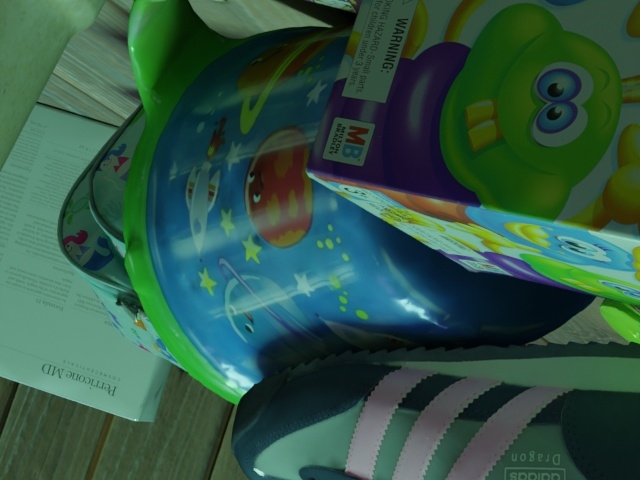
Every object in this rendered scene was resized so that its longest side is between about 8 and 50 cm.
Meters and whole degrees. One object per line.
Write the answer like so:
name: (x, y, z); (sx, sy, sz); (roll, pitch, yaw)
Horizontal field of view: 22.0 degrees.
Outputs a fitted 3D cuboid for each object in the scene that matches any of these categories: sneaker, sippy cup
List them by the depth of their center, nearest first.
sneaker: (0.067, 0.125, 0.770); (0.319, 0.131, 0.112); (-9, 147, 44)
sippy cup: (0.040, -0.021, 0.872); (0.305, 0.240, 0.224); (13, 168, -24)

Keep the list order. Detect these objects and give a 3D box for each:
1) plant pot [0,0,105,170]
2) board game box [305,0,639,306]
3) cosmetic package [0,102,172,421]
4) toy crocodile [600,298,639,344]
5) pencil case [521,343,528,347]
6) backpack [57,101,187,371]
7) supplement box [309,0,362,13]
plant pot: (-0.290, -0.079, 0.868); (0.333, 0.306, 0.334); (18, 174, 2)
board game box: (0.158, -0.047, 0.613); (0.275, 0.144, 0.142); (13, 171, 37)
cosmetic package: (-0.314, 0.002, 1.743); (0.377, 0.284, 0.097); (18, 174, 8)
toy crocodile: (0.208, -0.006, 0.987); (0.105, 0.115, 0.340); (37, 177, 15)
pencil case: (0.000, 0.000, 1.415); (0.386, 0.160, 0.167); (16, 165, 26)
backpack: (-0.061, -0.016, 1.184); (0.253, 0.225, 0.191); (19, 153, 38)
supplement box: (-0.011, -0.139, 0.756); (0.083, 0.043, 0.055); (17, 173, 16)
